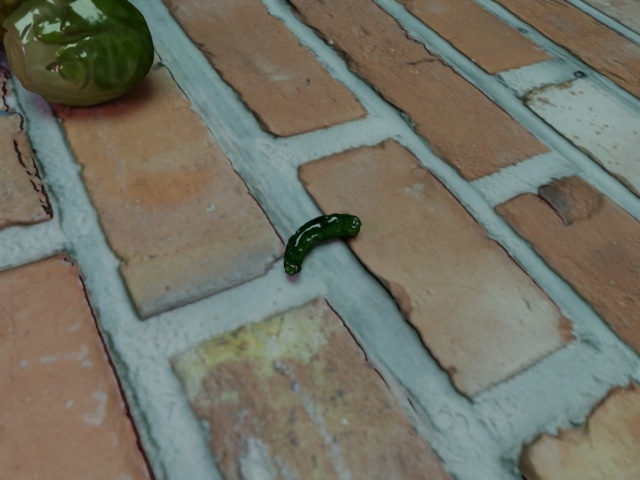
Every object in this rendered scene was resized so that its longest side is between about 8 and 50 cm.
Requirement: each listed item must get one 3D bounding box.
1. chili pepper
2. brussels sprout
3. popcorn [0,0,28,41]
[{"bbox_3d":[-0.007,-0.005,0.603,0.055,0.035,0.118,27,44,36],"label":"chili pepper"},{"bbox_3d":[-0.321,-0.263,0.711,0.180,0.144,0.161,-12,86,-34],"label":"brussels sprout"},{"bbox_3d":[-0.501,-0.377,0.710,0.270,0.224,0.258,30,86,-9],"label":"popcorn"}]
